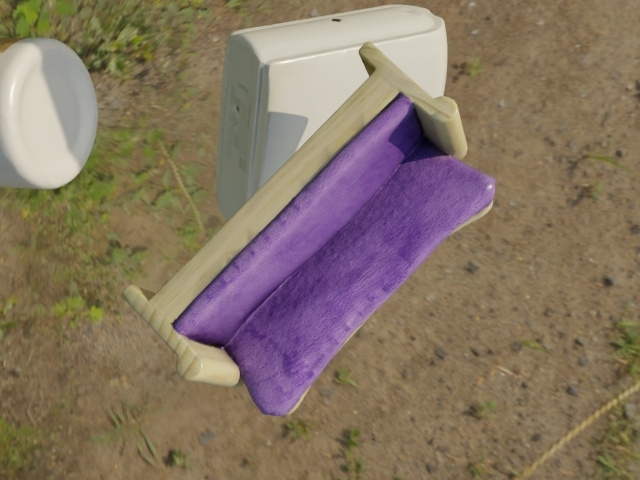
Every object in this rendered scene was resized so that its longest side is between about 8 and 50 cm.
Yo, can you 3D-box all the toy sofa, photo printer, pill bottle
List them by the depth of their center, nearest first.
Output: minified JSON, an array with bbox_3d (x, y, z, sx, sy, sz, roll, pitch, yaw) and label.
[{"bbox_3d":[-0.331,-0.117,0.898,0.229,0.131,0.131,5,97,22],"label":"pill bottle"},{"bbox_3d":[0.000,0.000,0.994,0.362,0.150,0.177,-45,73,1],"label":"toy sofa"},{"bbox_3d":[0.025,-0.158,1.242,0.307,0.107,0.256,-17,132,-33],"label":"photo printer"}]
